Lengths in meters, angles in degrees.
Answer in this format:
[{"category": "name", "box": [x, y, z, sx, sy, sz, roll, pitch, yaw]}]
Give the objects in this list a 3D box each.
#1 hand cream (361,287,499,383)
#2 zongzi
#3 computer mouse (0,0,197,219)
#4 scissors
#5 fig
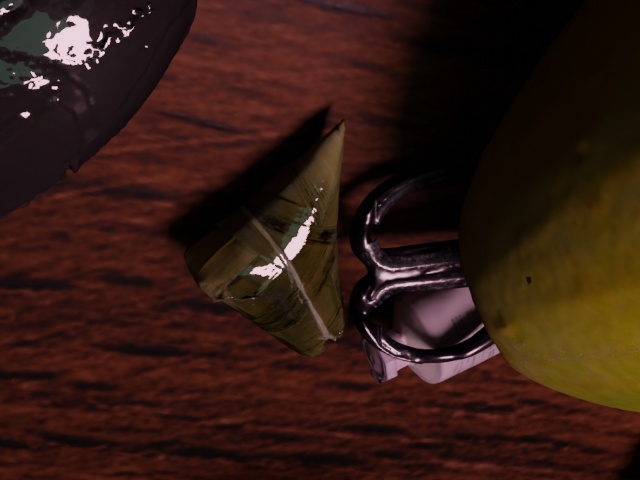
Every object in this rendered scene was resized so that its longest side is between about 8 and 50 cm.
[{"category": "hand cream", "box": [0.089, 0.039, 0.996, 0.142, 0.053, 0.084, -24, 139, -19]}, {"category": "zongzi", "box": [0.000, 0.000, 0.922, 0.113, 0.052, 0.104, -46, 139, 7]}, {"category": "computer mouse", "box": [-0.140, -0.074, 0.775, 0.217, 0.073, 0.122, -35, 135, 16]}, {"category": "scissors", "box": [0.158, 0.004, 0.970, 0.300, 0.022, 0.109, -5, 103, -18]}, {"category": "fig", "box": [0.207, -0.037, 0.827, 0.326, 0.258, 0.258, -27, 139, 35]}]
